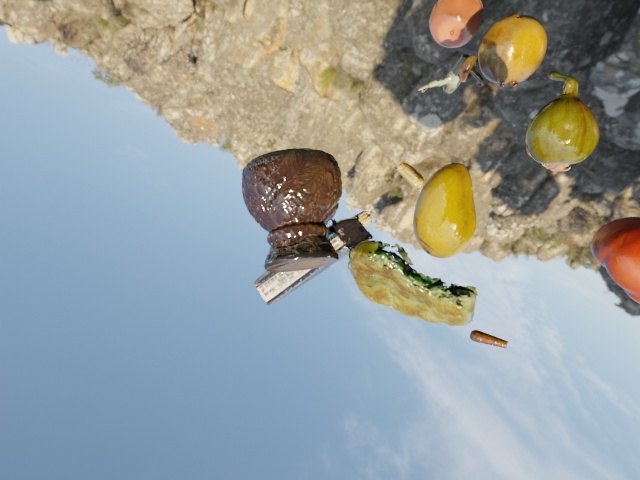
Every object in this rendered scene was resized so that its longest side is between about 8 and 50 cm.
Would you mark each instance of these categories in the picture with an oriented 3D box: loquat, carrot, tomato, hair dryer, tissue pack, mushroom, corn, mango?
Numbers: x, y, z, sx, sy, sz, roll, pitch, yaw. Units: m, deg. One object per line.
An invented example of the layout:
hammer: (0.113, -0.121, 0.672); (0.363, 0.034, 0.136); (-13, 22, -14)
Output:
loquat: (0.690, -0.683, 1.449); (0.238, 0.238, 0.193); (24, -158, -22)
carrot: (0.761, 0.450, 1.818); (0.161, 0.055, 0.055); (12, -173, 35)
tomato: (0.873, 0.046, 1.086); (0.260, 0.180, 0.259); (29, -147, -21)
hair dryer: (0.479, -0.637, 1.531); (0.199, 0.167, 0.067); (-12, -118, -32)
tissue pack: (-0.025, 0.061, 1.339); (0.122, 0.361, 0.259); (56, -157, 6)
mushroom: (0.542, -0.602, 1.448); (0.129, 0.088, 0.073); (40, 166, -34)
corn: (0.180, -0.086, 2.115); (0.211, 0.087, 0.087); (-30, -123, -23)
mango: (0.574, -0.135, 1.837); (0.221, 0.445, 0.301); (-16, -146, -37)

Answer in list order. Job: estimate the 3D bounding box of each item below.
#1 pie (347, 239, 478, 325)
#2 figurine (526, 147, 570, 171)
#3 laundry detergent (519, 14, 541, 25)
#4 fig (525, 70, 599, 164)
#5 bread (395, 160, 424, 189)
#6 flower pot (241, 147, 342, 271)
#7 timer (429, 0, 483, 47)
pie: (0.229, 0.125, 1.074); (0.371, 0.296, 0.078); (31, -117, -7)
figurine: (0.665, -0.257, 1.146); (0.157, 0.126, 0.114); (61, -150, -19)
laundry detergent: (0.766, -0.812, 1.625); (0.144, 0.222, 0.078); (50, 180, 38)
fig: (0.547, -0.260, 0.890); (0.142, 0.186, 0.148); (20, -149, 13)
bread: (0.312, -0.228, 1.390); (0.106, 0.053, 0.072); (53, -167, 25)
flower pot: (-0.064, -0.063, 1.038); (0.267, 0.267, 0.267); (7, -108, -48)
timer: (0.613, -1.002, 1.814); (0.230, 0.229, 0.215); (28, -115, -13)
